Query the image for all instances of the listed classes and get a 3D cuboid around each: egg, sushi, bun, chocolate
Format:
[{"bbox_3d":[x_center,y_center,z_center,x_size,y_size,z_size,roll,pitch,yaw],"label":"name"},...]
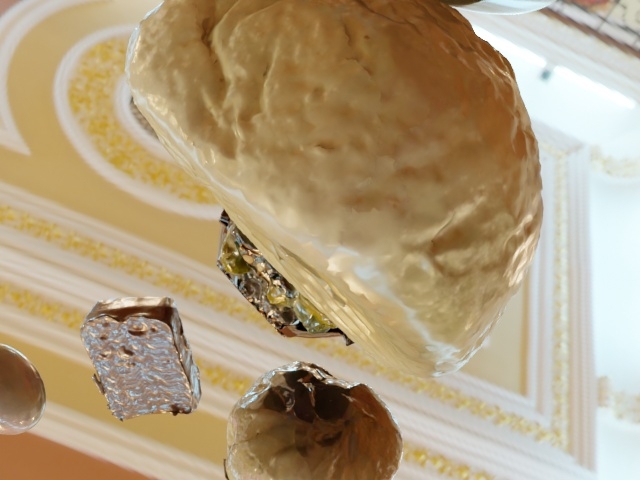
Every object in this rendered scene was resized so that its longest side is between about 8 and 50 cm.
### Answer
[{"bbox_3d":[-0.408,0.186,1.347,0.135,0.103,0.103,37,-137,6],"label":"egg"},{"bbox_3d":[0.000,0.000,1.549,0.328,0.328,0.285,50,-172,-6],"label":"sushi"},{"bbox_3d":[-0.012,0.293,1.575,0.272,0.168,0.273,9,-138,-8],"label":"bun"},{"bbox_3d":[-0.269,0.171,1.620,0.148,0.214,0.093,-6,-147,6],"label":"chocolate"},{"bbox_3d":[0.032,-0.075,0.801,0.227,0.352,0.349,-44,-84,-5],"label":"bun"}]

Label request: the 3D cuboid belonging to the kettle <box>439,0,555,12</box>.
[{"bbox_3d":[0.167,-0.290,0.927,0.160,0.210,0.243,45,-156,3],"label":"kettle"}]
